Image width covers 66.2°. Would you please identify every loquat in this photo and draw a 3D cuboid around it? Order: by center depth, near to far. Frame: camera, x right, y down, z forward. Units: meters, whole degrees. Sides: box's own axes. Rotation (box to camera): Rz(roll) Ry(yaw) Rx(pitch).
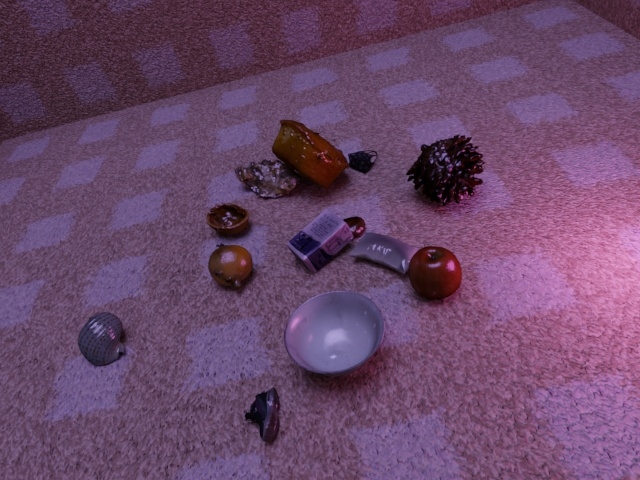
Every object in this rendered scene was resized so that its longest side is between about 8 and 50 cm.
[{"bbox_3d":[-0.347,0.100,1.904,0.172,0.149,0.204,-18,56,-4],"label":"loquat"}]

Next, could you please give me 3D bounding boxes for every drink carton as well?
[{"bbox_3d":[0.000,-0.001,1.905,0.222,0.102,0.134,-42,44,-8],"label":"drink carton"}]

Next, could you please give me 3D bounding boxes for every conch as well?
[{"bbox_3d":[-0.802,0.348,1.791,0.172,0.131,0.200,-40,46,-25],"label":"conch"}]

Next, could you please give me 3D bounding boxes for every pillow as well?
[{"bbox_3d":[0.237,0.044,1.827,0.254,0.078,0.144,20,53,33],"label":"pillow"}]

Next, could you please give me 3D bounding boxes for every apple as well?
[{"bbox_3d":[0.383,0.105,1.650,0.181,0.168,0.181,-12,37,9],"label":"apple"}]

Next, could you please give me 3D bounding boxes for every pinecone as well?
[{"bbox_3d":[0.513,-0.279,1.963,0.298,0.242,0.296,-42,55,17],"label":"pinecone"}]

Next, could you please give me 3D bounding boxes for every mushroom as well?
[{"bbox_3d":[0.121,-0.056,1.994,0.123,0.052,0.123,-10,44,9],"label":"mushroom"}]

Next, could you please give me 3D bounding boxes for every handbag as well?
[{"bbox_3d":[0.212,-0.393,2.318,0.139,0.072,0.115,-37,44,-28],"label":"handbag"}]

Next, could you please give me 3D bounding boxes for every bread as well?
[{"bbox_3d":[-0.057,-0.393,2.213,0.358,0.337,0.204,41,95,33],"label":"bread"}]

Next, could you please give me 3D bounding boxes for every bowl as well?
[{"bbox_3d":[0.051,0.319,1.538,0.314,0.146,0.313,-8,41,7],"label":"bowl"}]

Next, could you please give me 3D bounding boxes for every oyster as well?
[{"bbox_3d":[-0.231,-0.308,2.332,0.351,0.114,0.238,27,57,38],"label":"oyster"}]

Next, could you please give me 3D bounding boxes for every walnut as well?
[{"bbox_3d":[-0.401,-0.079,2.159,0.211,0.087,0.167,22,47,33],"label":"walnut"}]

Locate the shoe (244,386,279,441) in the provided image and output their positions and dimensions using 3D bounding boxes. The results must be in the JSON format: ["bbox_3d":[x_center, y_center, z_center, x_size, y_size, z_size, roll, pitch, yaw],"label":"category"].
[{"bbox_3d":[-0.177,0.518,1.456,0.099,0.071,0.169,-11,38,10],"label":"shoe"}]
